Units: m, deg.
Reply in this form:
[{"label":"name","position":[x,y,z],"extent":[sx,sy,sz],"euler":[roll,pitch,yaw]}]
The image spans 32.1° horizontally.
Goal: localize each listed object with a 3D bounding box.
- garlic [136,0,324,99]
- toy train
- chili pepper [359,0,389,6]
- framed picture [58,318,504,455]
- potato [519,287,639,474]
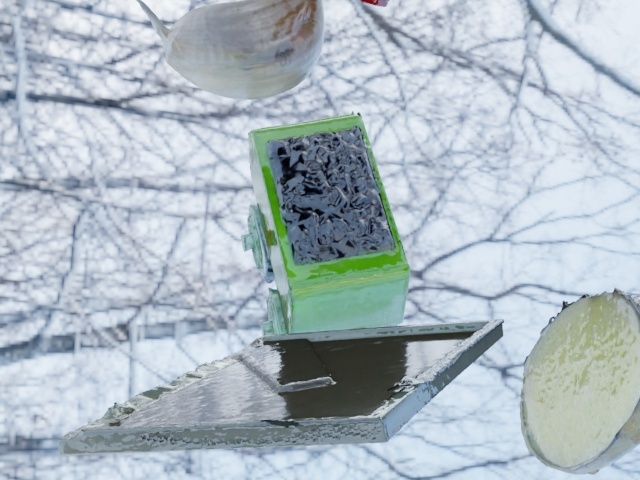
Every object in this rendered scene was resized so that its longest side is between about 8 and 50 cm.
[{"label":"garlic","position":[-0.091,-0.211,1.166],"extent":[0.090,0.198,0.128],"euler":[101,-20,-80]},{"label":"toy train","position":[0.000,0.000,1.309],"extent":[0.249,0.174,0.307],"euler":[90,-12,-54]},{"label":"chili pepper","position":[0.081,-0.351,1.077],"extent":[0.136,0.144,0.252],"euler":[28,-49,37]},{"label":"framed picture","position":[-0.009,0.089,0.726],"extent":[0.209,0.281,0.019],"euler":[-7,-86,24]},{"label":"potato","position":[0.261,0.129,1.001],"extent":[0.200,0.081,0.164],"euler":[133,-36,-52]}]
